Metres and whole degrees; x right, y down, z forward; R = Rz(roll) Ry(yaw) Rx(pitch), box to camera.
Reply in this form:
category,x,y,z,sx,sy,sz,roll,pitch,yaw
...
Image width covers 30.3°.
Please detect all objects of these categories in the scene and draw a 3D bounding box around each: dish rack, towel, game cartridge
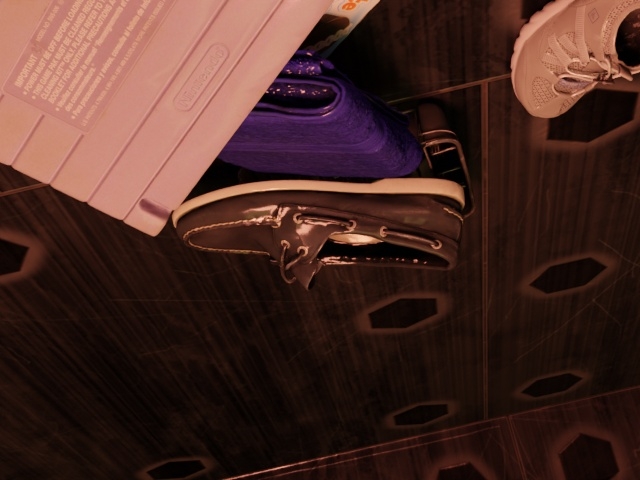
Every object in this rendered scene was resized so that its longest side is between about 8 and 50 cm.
category,x,y,z,sx,sy,sz,roll,pitch,yaw
dish rack,0.042,-0.070,1.440,0.271,0.074,0.208,-15,152,8
towel,-0.036,-0.127,1.200,0.227,0.076,0.308,3,174,19
game cartridge,-0.148,-0.176,0.968,0.230,0.068,0.355,30,125,-18

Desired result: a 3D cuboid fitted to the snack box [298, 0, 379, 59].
category,x,y,z,sx,sy,sz,roll,pitch,yaw
snack box,-0.013,-0.266,1.045,0.187,0.060,0.322,6,148,-34

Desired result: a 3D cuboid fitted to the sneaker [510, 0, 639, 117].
category,x,y,z,sx,sy,sz,roll,pitch,yaw
sneaker,0.286,-0.204,1.231,0.105,0.115,0.281,-2,152,-20

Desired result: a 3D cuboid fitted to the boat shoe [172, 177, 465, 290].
category,x,y,z,sx,sy,sz,roll,pitch,yaw
boat shoe,0.000,0.001,1.361,0.339,0.113,0.127,-2,160,-6
